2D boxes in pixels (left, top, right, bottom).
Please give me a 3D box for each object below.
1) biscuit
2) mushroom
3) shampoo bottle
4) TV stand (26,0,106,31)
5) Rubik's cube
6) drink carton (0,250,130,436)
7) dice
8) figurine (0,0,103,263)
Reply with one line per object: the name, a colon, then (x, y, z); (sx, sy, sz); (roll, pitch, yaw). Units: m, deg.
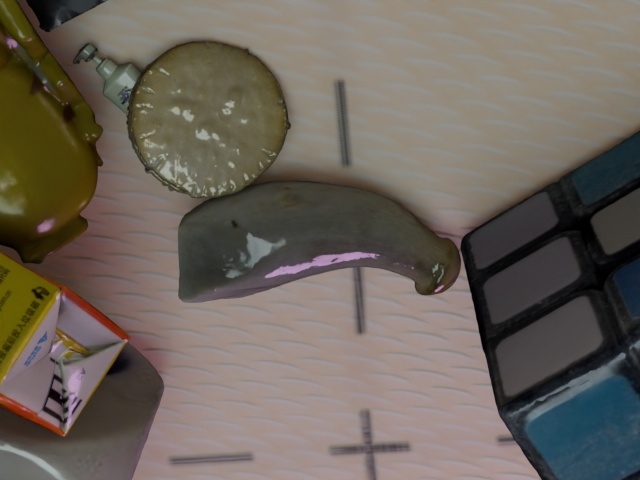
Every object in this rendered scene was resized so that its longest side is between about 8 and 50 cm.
biscuit: (-0.104, -0.112, 1.237); (0.152, 0.020, 0.152); (0, 88, -10)
mushroom: (0.000, 0.000, 1.274); (0.270, 0.103, 0.118); (-1, 113, -2)
shampoo bottle: (-0.168, -0.134, 1.257); (0.141, 0.034, 0.049); (41, 113, -13)
TV stand: (-0.139, -0.282, 1.163); (0.269, 0.083, 0.088); (-25, 112, 14)
Rubik's cube: (0.357, 0.103, 1.164); (0.363, 0.362, 0.359); (-28, 112, 16)
drink carton: (-0.352, 0.027, 1.181); (0.351, 0.154, 0.111); (29, 79, 24)
dice: (-0.313, 0.216, 1.304); (0.259, 0.251, 0.243); (19, 113, -5)
figurine: (-0.310, -0.136, 1.179); (0.169, 0.218, 0.326); (-46, 120, -20)
